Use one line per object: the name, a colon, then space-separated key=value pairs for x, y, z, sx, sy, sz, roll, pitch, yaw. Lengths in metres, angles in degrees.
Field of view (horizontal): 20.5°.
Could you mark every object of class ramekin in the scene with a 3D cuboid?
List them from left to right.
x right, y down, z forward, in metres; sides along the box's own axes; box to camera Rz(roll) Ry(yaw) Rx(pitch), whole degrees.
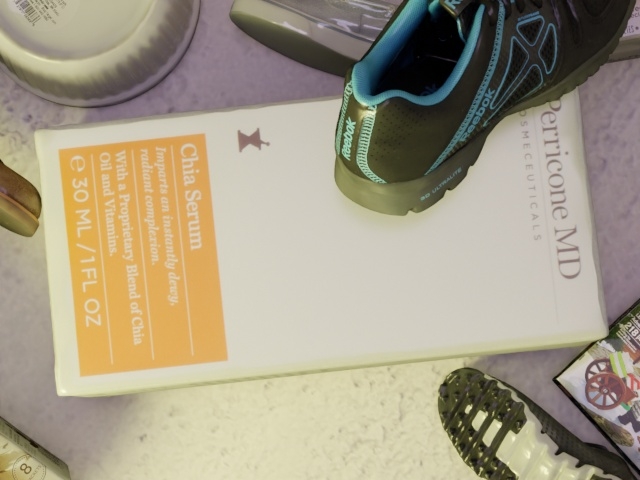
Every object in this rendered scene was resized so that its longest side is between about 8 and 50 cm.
ramekin: x=-0.212 y=-0.226 z=1.563 sx=0.207 sy=0.109 sz=0.207 roll=0 pitch=85 yaw=2

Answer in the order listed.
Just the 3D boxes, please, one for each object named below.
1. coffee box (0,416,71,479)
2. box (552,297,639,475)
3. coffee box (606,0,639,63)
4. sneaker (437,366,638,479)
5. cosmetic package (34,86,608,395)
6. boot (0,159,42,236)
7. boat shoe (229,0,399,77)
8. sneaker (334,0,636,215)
coffee box: x=-0.352 y=0.184 z=1.509 sx=0.246 sy=0.098 sz=0.141 roll=37 pitch=87 yaw=-10
box: x=0.339 y=0.154 z=1.544 sx=0.159 sy=0.044 sz=0.233 roll=-43 pitch=85 yaw=-2
coffee box: x=0.242 y=-0.310 z=1.550 sx=0.168 sy=0.119 sz=0.297 roll=-10 pitch=85 yaw=2
sneaker: x=0.200 y=0.194 z=1.530 sx=0.234 sy=0.106 sz=0.078 roll=37 pitch=101 yaw=30
cosmetic package: x=0.000 y=0.000 z=1.511 sx=0.453 sy=0.161 sz=0.230 roll=-7 pitch=85 yaw=1
boot: x=-0.330 y=-0.116 z=1.528 sx=0.305 sy=0.112 sz=0.115 roll=37 pitch=77 yaw=27
boat shoe: x=0.035 y=-0.191 z=1.574 sx=0.227 sy=0.079 sz=0.081 roll=17 pitch=77 yaw=-2
sneaker: x=0.141 y=-0.166 z=1.380 sx=0.125 sy=0.140 sz=0.341 roll=33 pitch=66 yaw=23
